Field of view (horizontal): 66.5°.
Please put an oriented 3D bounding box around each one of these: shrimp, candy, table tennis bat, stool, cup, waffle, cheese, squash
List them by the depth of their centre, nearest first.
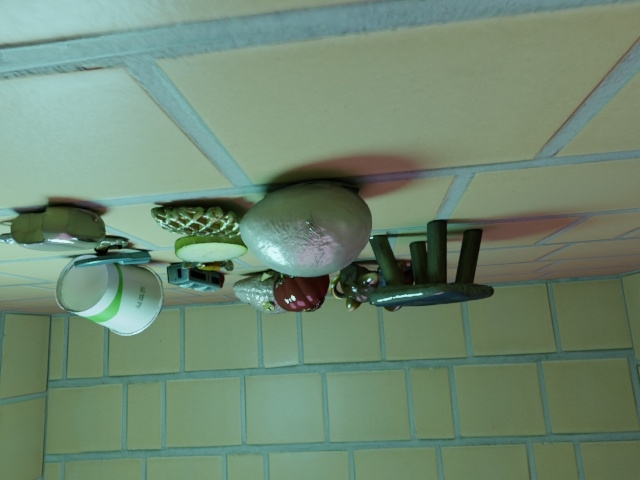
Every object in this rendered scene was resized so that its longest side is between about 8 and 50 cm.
[{"bbox_3d":[-0.029,-0.015,1.004,0.296,0.185,0.295,-9,170,-2],"label":"candy"},{"bbox_3d":[-0.615,-0.014,1.080,0.287,0.082,0.163,-7,167,22],"label":"cheese"},{"bbox_3d":[-0.267,-0.039,1.123,0.214,0.054,0.208,2,172,3],"label":"waffle"},{"bbox_3d":[-0.591,0.020,1.368,0.091,0.034,0.161,2,167,-30],"label":"shrimp"},{"bbox_3d":[-0.602,0.056,1.437,0.149,0.038,0.237,-12,176,31],"label":"table tennis bat"},{"bbox_3d":[-0.324,0.019,1.455,0.220,0.041,0.219,-6,165,-2],"label":"squash"},{"bbox_3d":[0.328,0.084,1.493,0.311,0.225,0.311,7,164,-44],"label":"stool"},{"bbox_3d":[-0.695,0.172,1.610,0.254,0.252,0.274,-6,162,12],"label":"cup"},{"bbox_3d":[-0.381,0.076,1.669,0.182,0.053,0.046,4,154,-30],"label":"candy"}]

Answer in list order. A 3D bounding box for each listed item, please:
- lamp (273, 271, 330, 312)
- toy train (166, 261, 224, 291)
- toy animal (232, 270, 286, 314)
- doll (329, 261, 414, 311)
[{"bbox_3d":[-0.069,0.174,1.832,0.227,0.226,0.227,-3,168,-1],"label":"lamp"},{"bbox_3d":[-0.483,0.156,1.949,0.086,0.089,0.409,-10,167,7],"label":"toy train"},{"bbox_3d":[-0.193,0.231,2.148,0.359,0.188,0.227,1,173,-25],"label":"toy animal"},{"bbox_3d":[0.234,0.176,2.064,0.340,0.209,0.317,2,135,-34],"label":"doll"}]
